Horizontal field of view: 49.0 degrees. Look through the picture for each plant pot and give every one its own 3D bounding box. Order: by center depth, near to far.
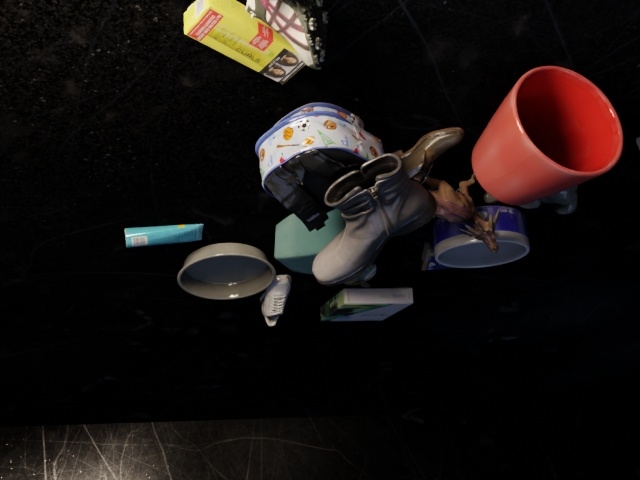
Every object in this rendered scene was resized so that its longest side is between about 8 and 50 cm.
[{"bbox_3d":[0.484,-0.214,1.578,0.275,0.274,0.243,4,158,-19],"label":"plant pot"},{"bbox_3d":[0.000,0.000,1.918,0.234,0.165,0.166,-12,151,24],"label":"plant pot"}]

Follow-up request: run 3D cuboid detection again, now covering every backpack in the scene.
[{"bbox_3d":[-0.005,-0.180,1.548,0.277,0.213,0.263,-33,154,27],"label":"backpack"}]

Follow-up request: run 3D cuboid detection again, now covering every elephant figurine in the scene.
[{"bbox_3d":[0.533,-0.142,1.809,0.240,0.169,0.185,0,124,18],"label":"elephant figurine"}]

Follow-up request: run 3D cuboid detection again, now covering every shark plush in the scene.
[{"bbox_3d":[0.098,0.103,2.248,0.161,0.073,0.067,3,126,10],"label":"shark plush"}]

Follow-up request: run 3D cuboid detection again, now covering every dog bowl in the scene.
[{"bbox_3d":[0.456,-0.006,2.006,0.265,0.104,0.265,-2,162,-1],"label":"dog bowl"}]

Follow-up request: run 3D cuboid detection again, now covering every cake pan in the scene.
[{"bbox_3d":[-0.281,0.092,2.114,0.293,0.054,0.293,-5,150,-3],"label":"cake pan"}]

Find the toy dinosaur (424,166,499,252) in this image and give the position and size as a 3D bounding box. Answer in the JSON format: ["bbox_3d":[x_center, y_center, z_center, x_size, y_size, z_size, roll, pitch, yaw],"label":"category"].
[{"bbox_3d":[0.341,-0.081,1.781,0.296,0.200,0.127,11,128,-27],"label":"toy dinosaur"}]

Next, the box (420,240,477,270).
[{"bbox_3d":[0.432,0.040,2.202,0.225,0.036,0.136,-7,150,-3],"label":"box"}]

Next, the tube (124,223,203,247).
[{"bbox_3d":[-0.424,-0.015,1.910,0.207,0.052,0.080,-4,155,-15],"label":"tube"}]

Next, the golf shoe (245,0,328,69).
[{"bbox_3d":[-0.063,-0.418,1.260,0.120,0.105,0.273,-1,147,20],"label":"golf shoe"}]

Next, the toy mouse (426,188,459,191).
[{"bbox_3d":[0.307,-0.102,1.931,0.143,0.031,0.161,0,149,-13],"label":"toy mouse"}]

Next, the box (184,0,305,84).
[{"bbox_3d":[-0.136,-0.382,1.322,0.232,0.058,0.087,21,141,-39],"label":"box"}]

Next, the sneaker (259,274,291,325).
[{"bbox_3d":[-0.141,0.190,2.277,0.090,0.094,0.235,1,148,-12],"label":"sneaker"}]

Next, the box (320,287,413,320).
[{"bbox_3d":[0.147,0.217,2.349,0.233,0.058,0.322,0,163,-13],"label":"box"}]

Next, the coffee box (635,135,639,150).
[{"bbox_3d":[1.046,-0.154,1.698,0.338,0.337,0.334,14,145,-34],"label":"coffee box"}]

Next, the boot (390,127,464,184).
[{"bbox_3d":[0.256,-0.186,1.698,0.219,0.106,0.082,-25,146,29],"label":"boot"}]

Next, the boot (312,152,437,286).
[{"bbox_3d":[0.069,-0.048,1.524,0.338,0.118,0.223,-40,141,15],"label":"boot"}]
